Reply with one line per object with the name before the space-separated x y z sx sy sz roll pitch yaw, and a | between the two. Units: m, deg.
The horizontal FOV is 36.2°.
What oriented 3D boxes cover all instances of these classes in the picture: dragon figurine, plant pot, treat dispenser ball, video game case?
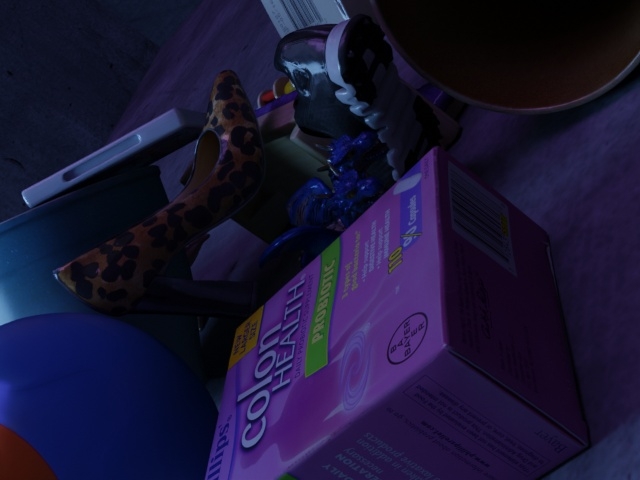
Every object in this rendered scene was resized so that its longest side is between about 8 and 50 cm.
dragon figurine | 0.000 0.000 0.892 0.289 0.144 0.085 -29 31 51
plant pot | -0.256 0.084 1.113 0.271 0.255 0.271 -24 3 1
treat dispenser ball | -0.221 0.207 0.850 0.288 0.288 0.288 -46 21 24
video game case | -0.212 -0.091 1.077 0.183 0.023 0.201 -27 4 6
plant pot | 0.194 -0.271 0.817 0.237 0.237 0.254 -34 14 46

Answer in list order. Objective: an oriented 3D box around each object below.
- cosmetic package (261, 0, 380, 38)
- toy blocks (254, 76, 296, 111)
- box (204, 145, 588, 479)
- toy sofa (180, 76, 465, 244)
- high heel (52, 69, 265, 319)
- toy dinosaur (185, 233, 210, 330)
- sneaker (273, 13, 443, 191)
cosmetic package | 0.100 -0.311 1.040 0.309 0.113 0.160 -34 11 -21
toy blocks | -0.075 -0.197 1.527 0.148 0.054 0.123 -28 32 52
box | 0.042 0.095 0.681 0.243 0.117 0.214 -44 22 30
toy sofa | -0.006 -0.117 1.090 0.177 0.150 0.362 -62 20 -16
high heel | -0.150 -0.055 0.924 0.093 0.186 0.261 144 128 -61
toy dinosaur | -0.279 0.087 1.313 0.296 0.200 0.127 -46 21 21
sneaker | 0.034 -0.109 0.860 0.106 0.234 0.078 10 63 34
